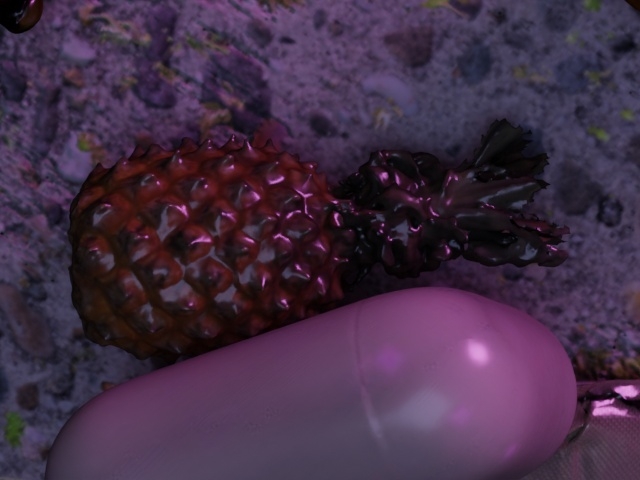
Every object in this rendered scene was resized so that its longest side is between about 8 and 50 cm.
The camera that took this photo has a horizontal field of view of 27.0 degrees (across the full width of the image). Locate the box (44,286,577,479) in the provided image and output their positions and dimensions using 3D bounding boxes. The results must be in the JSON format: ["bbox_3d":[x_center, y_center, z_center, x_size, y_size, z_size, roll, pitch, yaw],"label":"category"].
[{"bbox_3d":[0.000,0.137,0.951,0.349,0.289,0.141,-19,75,18],"label":"box"}]

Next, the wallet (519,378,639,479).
[{"bbox_3d":[0.276,0.240,1.087,0.335,0.068,0.274,5,111,-4],"label":"wallet"}]

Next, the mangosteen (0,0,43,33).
[{"bbox_3d":[-0.233,-0.216,0.959,0.137,0.137,0.151,-46,133,15],"label":"mangosteen"}]

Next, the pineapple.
[{"bbox_3d":[0.000,0.000,0.981,0.361,0.175,0.175,-3,106,1],"label":"pineapple"}]

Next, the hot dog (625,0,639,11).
[{"bbox_3d":[0.354,-0.196,0.916,0.337,0.135,0.100,8,85,1],"label":"hot dog"}]
